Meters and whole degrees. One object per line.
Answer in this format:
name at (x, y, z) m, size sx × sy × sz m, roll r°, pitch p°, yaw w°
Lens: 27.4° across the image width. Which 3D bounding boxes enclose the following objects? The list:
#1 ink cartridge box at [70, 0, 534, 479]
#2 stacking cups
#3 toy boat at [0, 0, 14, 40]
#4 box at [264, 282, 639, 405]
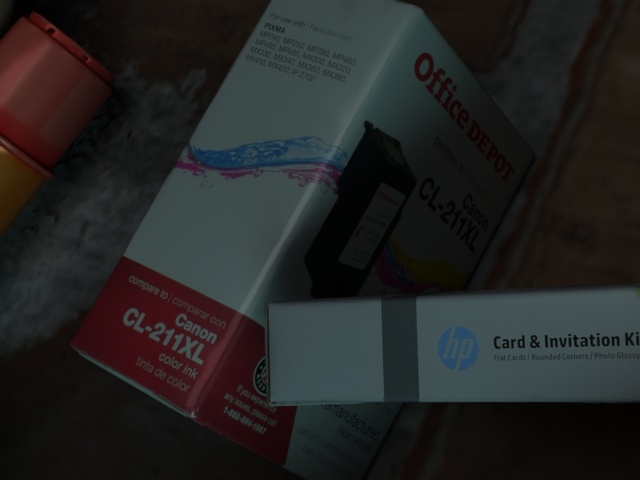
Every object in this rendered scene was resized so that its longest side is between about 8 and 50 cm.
ink cartridge box at (0.000, 0.000, 0.534) m, size 0.072 × 0.127 × 0.175 m, roll 23°, pitch 80°, yaw 37°
stacking cups at (-0.237, 0.012, 0.703) m, size 0.096 × 0.096 × 0.316 m, roll 34°, pitch 86°, yaw 40°
toy boat at (-0.298, -0.191, 0.776) m, size 0.318 × 0.148 × 0.267 m, roll 6°, pitch 108°, yaw 53°
box at (0.097, 0.033, 0.443) m, size 0.186 × 0.145 × 0.038 m, roll -3°, pitch 87°, yaw 32°
